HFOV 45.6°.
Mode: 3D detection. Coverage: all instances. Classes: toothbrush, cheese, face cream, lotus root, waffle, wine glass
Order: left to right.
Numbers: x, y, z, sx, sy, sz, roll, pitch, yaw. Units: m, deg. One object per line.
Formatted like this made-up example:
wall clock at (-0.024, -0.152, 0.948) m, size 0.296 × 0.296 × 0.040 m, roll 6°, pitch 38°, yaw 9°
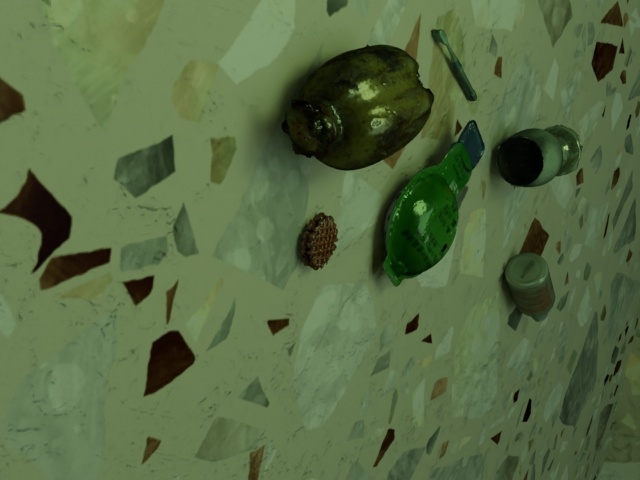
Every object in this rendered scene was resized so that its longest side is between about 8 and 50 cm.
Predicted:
waffle at (0.000, 0.000, 1.111) m, size 0.083 × 0.029 × 0.075 m, roll -55°, pitch 146°, yaw -30°
lotus root at (0.041, -0.167, 0.996) m, size 0.278 × 0.154 × 0.154 m, roll -34°, pitch 131°, yaw -45°
cheese at (0.199, -0.065, 1.321) m, size 0.320 × 0.083 × 0.204 m, roll -57°, pitch 142°, yaw -18°
toothbrush at (0.236, -0.302, 1.325) m, size 0.219 × 0.019 × 0.016 m, roll 38°, pitch 75°, yaw -56°
face cream at (0.523, 0.132, 1.869) m, size 0.101 × 0.101 × 0.251 m, roll -59°, pitch 144°, yaw -19°
wine glass at (0.464, -0.180, 1.618) m, size 0.241 × 0.126 × 0.126 m, roll -16°, pitch 117°, yaw -54°
